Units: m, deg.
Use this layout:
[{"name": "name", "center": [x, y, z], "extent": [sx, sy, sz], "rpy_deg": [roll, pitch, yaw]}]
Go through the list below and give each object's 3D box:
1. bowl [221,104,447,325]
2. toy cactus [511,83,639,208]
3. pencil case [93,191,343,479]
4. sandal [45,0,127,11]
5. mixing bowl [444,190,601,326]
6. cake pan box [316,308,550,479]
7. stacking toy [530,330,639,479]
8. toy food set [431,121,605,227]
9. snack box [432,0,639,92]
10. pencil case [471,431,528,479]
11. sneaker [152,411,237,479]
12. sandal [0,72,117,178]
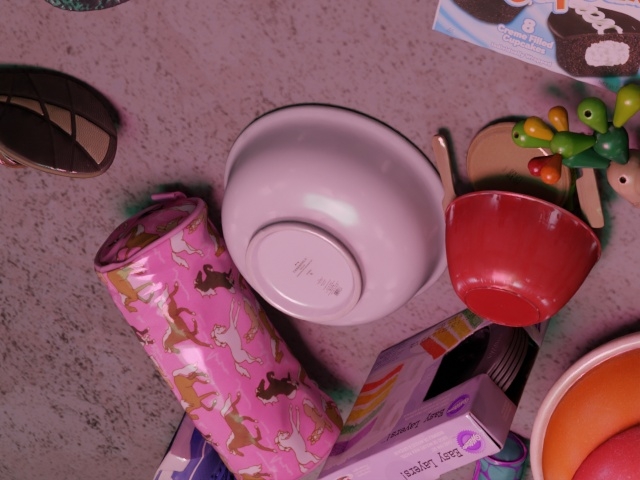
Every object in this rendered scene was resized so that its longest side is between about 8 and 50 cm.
[{"name": "bowl", "center": [0.000, 0.000, 1.864], "extent": [0.298, 0.134, 0.298], "rpy_deg": [13, 132, 15]}, {"name": "toy cactus", "center": [0.308, -0.082, 1.627], "extent": [0.219, 0.112, 0.180], "rpy_deg": [-6, 149, 28]}, {"name": "pencil case", "center": [-0.126, 0.127, 1.988], "extent": [0.160, 0.167, 0.386], "rpy_deg": [-30, 110, 8]}, {"name": "sandal", "center": [-0.175, -0.357, 1.660], "extent": [0.446, 0.107, 0.167], "rpy_deg": [-23, 115, 37]}, {"name": "mixing bowl", "center": [0.213, 0.033, 1.777], "extent": [0.181, 0.098, 0.181], "rpy_deg": [16, 155, 8]}, {"name": "cake pan box", "center": [0.140, 0.185, 1.877], "extent": [0.070, 0.246, 0.267], "rpy_deg": [46, 132, -16]}, {"name": "stacking toy", "center": [0.384, 0.342, 1.708], "extent": [0.350, 0.480, 0.350], "rpy_deg": [5, 117, 10]}, {"name": "toy food set", "center": [0.222, -0.076, 1.769], "extent": [0.192, 0.038, 0.132], "rpy_deg": [3, 122, 30]}, {"name": "snack box", "center": [0.285, -0.244, 1.574], "extent": [0.322, 0.060, 0.187], "rpy_deg": [20, 134, 9]}, {"name": "pencil case", "center": [0.222, 0.314, 2.072], "extent": [0.070, 0.064, 0.151], "rpy_deg": [3, 133, -10]}, {"name": "sneaker", "center": [-0.141, 0.363, 2.256], "extent": [0.182, 0.127, 0.315], "rpy_deg": [20, 140, 4]}, {"name": "sandal", "center": [-0.383, -0.144, 1.953], "extent": [0.303, 0.120, 0.086], "rpy_deg": [13, 160, 17]}]
